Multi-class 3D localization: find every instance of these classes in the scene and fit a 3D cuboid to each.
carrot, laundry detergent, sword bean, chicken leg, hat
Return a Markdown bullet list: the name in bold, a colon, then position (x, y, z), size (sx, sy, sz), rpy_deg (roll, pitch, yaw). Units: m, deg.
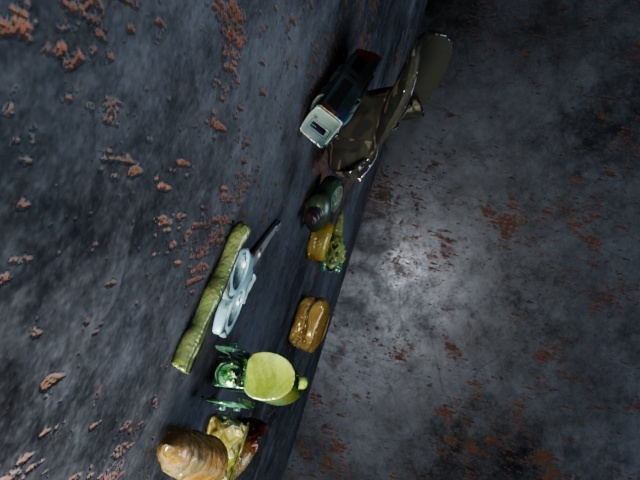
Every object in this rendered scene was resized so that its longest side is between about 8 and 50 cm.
- **carrot**: position (-0.226, 0.367, 1.028), size (0.263, 0.101, 0.102), rpy_deg (80, 28, -66)
- **laundry detergent**: position (0.001, -0.086, 1.662), size (0.222, 0.078, 0.144), rpy_deg (-61, 170, -58)
- **sword bean**: position (-0.175, 0.087, 0.981), size (0.043, 0.038, 0.270), rpy_deg (-32, -146, 62)
- **chicken leg**: position (-0.223, 0.554, 1.519), size (0.178, 0.082, 0.322), rpy_deg (-59, 177, 12)
- **hat**: position (0.156, -0.362, 1.528), size (0.366, 0.257, 0.382), rpy_deg (-48, 152, -42)

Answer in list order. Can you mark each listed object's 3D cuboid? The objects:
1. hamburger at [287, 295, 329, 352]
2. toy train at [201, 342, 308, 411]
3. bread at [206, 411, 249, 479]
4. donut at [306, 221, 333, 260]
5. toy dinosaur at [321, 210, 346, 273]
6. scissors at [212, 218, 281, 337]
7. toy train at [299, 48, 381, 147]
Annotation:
- **hamburger**: position (-0.039, 0.291, 2.120), size (0.213, 0.108, 0.214), rpy_deg (17, 90, -77)
- **toy train**: position (-0.124, 0.291, 1.197), size (0.307, 0.189, 0.127), rpy_deg (85, 22, -72)
- **bread**: position (-0.234, 0.508, 1.291), size (0.087, 0.098, 0.270), rpy_deg (26, 79, -43)
- **donut**: position (0.000, 0.000, 1.919), size (0.152, 0.058, 0.152), rpy_deg (18, 90, -84)
- **toy dinosaur**: position (0.056, 0.016, 2.250), size (0.153, 0.094, 0.259), rpy_deg (101, 1, -60)
- **scissors**: position (-0.132, 0.041, 1.195), size (0.360, 0.029, 0.191), rpy_deg (-59, 163, -58)
- **toy train**: position (0.056, -0.358, 1.419), size (0.086, 0.089, 0.409), rpy_deg (-46, -168, 39)
